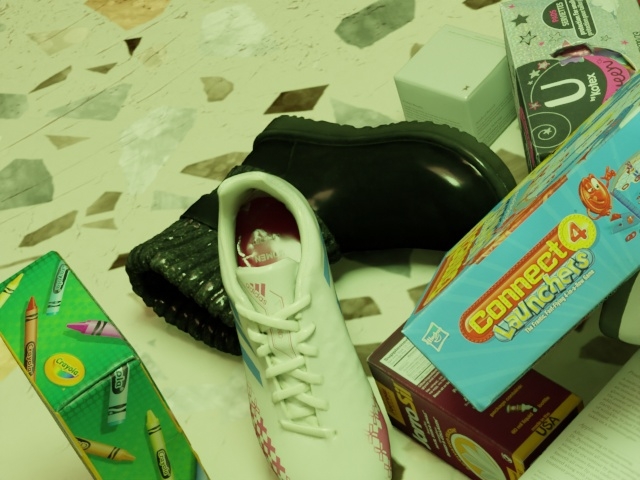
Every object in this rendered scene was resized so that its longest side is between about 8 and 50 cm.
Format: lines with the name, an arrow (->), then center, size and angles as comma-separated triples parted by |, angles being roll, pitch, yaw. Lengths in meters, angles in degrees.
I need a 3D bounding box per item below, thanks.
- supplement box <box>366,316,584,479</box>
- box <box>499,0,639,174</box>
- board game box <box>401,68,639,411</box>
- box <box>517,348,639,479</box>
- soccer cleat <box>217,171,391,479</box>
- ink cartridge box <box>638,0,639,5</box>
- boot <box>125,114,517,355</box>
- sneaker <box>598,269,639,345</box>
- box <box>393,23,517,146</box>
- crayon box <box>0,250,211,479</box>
supplement box -> 0.140, 0.150, 1.293 | 0.081, 0.104, 0.188 | -42, 47, -20
box -> 0.268, -0.121, 1.472 | 0.142, 0.163, 0.247 | -12, 43, 6
board game box -> 0.219, -0.032, 1.190 | 0.302, 0.086, 0.308 | -44, 0, 15
box -> 0.248, 0.197, 1.186 | 0.170, 0.130, 0.091 | -42, 47, -22
soccer cleat -> -0.029, 0.093, 1.308 | 0.116, 0.143, 0.331 | -20, 73, 6
ink cartridge box -> 0.450, -0.435, 1.721 | 0.279, 0.160, 0.385 | -16, 43, 5
boot -> 0.001, 0.003, 1.468 | 0.348, 0.131, 0.260 | 7, 42, 40
sneaker -> 0.341, 0.062, 1.225 | 0.145, 0.270, 0.090 | 26, 103, 30
box -> 0.153, -0.164, 1.614 | 0.101, 0.087, 0.102 | 23, 58, 36
crayon box -> -0.175, 0.160, 1.273 | 0.081, 0.278, 0.165 | -34, 45, -12
